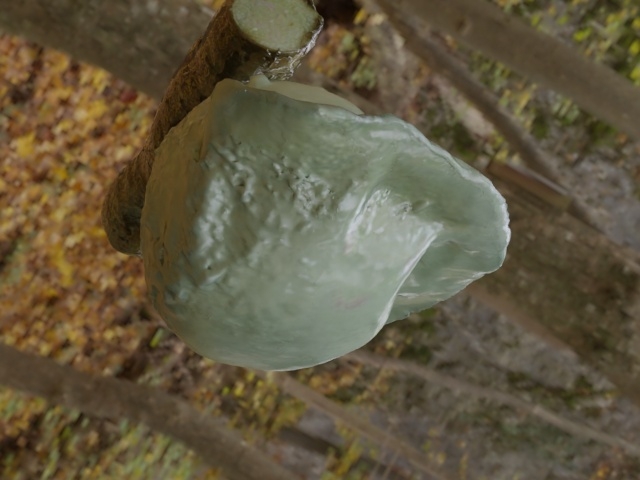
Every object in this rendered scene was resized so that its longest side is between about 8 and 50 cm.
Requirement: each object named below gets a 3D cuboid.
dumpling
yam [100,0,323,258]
[{"bbox_3d":[-0.012,0.008,0.531,0.108,0.153,0.219,-52,172,-21],"label":"dumpling"},{"bbox_3d":[-0.072,-0.065,0.703,0.253,0.061,0.061,-46,-166,54],"label":"yam"}]
